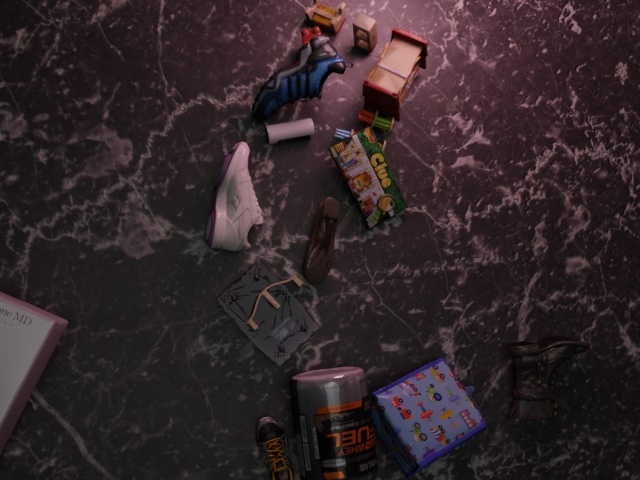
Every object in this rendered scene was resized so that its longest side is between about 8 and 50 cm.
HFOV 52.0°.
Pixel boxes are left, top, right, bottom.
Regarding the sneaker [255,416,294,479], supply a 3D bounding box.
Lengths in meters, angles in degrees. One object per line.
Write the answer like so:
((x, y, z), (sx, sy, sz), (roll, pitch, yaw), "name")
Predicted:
((-0.114, 0.575, 1.744), (0.084, 0.083, 0.215), (-19, 85, -9), "sneaker")

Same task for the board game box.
((0.138, -0.178, 1.867), (0.136, 0.030, 0.260), (-30, 103, -10), "board game box")

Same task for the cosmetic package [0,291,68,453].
((-0.843, 0.359, 1.612), (0.230, 0.161, 0.454), (25, 79, -6), "cosmetic package")

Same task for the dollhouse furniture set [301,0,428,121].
((0.106, -0.530, 1.899), (0.374, 0.152, 0.201), (28, 80, 12), "dollhouse furniture set")

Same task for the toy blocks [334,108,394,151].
((0.123, -0.321, 1.888), (0.148, 0.054, 0.123), (17, 105, -7), "toy blocks")

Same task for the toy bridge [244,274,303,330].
((-0.134, 0.160, 1.762), (0.188, 0.026, 0.063), (-44, 89, -11), "toy bridge")

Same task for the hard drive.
((-0.143, 0.201, 1.797), (0.172, 0.054, 0.255), (-44, 91, -12), "hard drive")

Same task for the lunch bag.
((0.302, 0.462, 1.778), (0.293, 0.138, 0.221), (-23, 65, -23), "lunch bag")

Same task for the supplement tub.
((0.037, 0.511, 1.713), (0.207, 0.207, 0.338), (-7, 85, -10), "supplement tub")

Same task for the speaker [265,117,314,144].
((-0.088, -0.311, 1.867), (0.136, 0.055, 0.055), (-12, 85, -11), "speaker")

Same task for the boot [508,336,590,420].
((0.659, 0.402, 1.898), (0.262, 0.091, 0.229), (-6, 90, -6), "boot")

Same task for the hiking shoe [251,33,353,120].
((-0.063, -0.422, 1.807), (0.304, 0.113, 0.132), (-41, 92, 21), "hiking shoe")

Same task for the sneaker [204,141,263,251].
((-0.224, -0.116, 1.809), (0.152, 0.114, 0.305), (13, 85, -21), "sneaker")

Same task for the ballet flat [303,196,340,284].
((0.000, 0.000, 1.850), (0.084, 0.058, 0.250), (12, 87, -29), "ballet flat")
